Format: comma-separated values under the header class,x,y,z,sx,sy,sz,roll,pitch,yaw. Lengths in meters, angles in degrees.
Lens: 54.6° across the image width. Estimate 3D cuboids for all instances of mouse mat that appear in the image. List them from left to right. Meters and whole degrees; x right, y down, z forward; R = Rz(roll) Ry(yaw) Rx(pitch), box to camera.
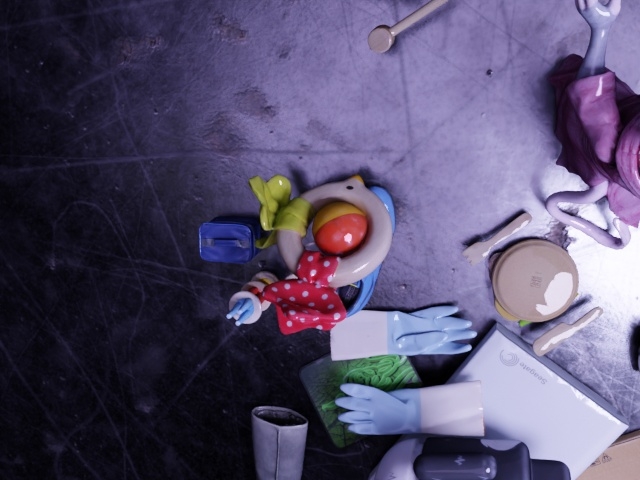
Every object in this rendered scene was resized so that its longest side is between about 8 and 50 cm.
class,x,y,z,sx,sy,sz,roll,pitch,yaw
mouse mat,0.069,0.241,1.014,0.190,0.007,0.152,-31,80,17

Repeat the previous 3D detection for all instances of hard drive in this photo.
class,x,y,z,sx,sy,sz,roll,pitch,yaw
hard drive,0.266,0.335,0.983,0.233,0.047,0.353,37,109,8

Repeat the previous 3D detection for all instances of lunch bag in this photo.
class,x,y,z,sx,sy,sz,roll,pitch,yaw
lunch bag,-0.141,0.001,0.989,0.099,0.065,0.067,2,105,13

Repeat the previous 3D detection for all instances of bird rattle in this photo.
class,x,y,z,sx,sy,sz,roll,pitch,yaw
bird rattle,0.000,0.000,0.863,0.207,0.253,0.143,-25,138,0

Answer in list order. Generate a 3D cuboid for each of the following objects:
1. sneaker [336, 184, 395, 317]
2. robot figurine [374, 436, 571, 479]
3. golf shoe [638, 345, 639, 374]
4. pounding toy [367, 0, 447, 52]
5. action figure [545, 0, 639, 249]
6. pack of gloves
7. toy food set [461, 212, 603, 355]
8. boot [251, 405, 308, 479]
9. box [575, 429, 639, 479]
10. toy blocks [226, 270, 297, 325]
class,x,y,z,sx,sy,sz,roll,pitch,yaw
sneaker,0.063,0.022,0.941,0.069,0.082,0.209,18,106,10
robot figurine,0.213,0.375,0.889,0.278,0.173,0.209,-4,95,18
golf shoe,0.556,0.181,0.881,0.198,0.077,0.093,9,117,17
pounding toy,0.100,-0.363,0.833,0.181,0.094,0.206,14,116,4
action figure,0.334,-0.109,0.692,0.248,0.370,0.275,25,109,6
pack of gloves,0.133,0.203,0.975,0.232,0.046,0.195,-4,76,16
toy food set,0.313,0.061,0.922,0.132,0.038,0.192,-36,89,11
boot,-0.040,0.401,1.074,0.190,0.076,0.208,11,99,8
box,0.498,0.379,0.964,0.201,0.021,0.164,-27,96,17
toy blocks,-0.073,0.087,0.952,0.123,0.148,0.054,-10,102,15
